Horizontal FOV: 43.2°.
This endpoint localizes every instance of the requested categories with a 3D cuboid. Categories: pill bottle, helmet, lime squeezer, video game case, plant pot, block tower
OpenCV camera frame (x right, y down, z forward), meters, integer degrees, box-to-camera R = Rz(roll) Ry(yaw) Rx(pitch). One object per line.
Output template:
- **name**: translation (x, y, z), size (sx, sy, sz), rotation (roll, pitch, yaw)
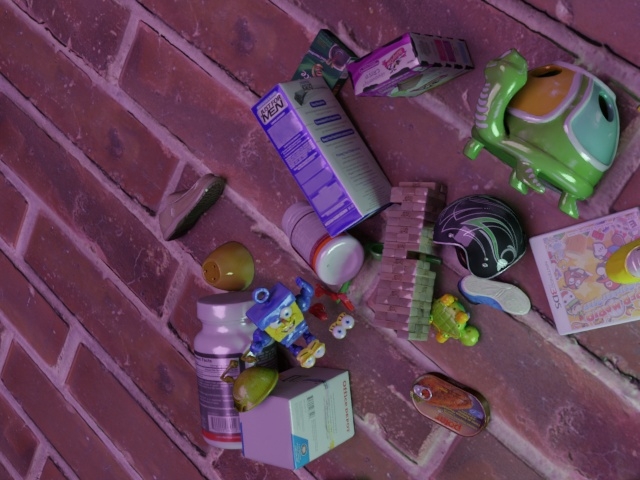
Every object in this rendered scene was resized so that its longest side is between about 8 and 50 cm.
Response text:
- **pill bottle**: translation (-0.211, 0.323, 2.053), size (0.210, 0.210, 0.363), rotation (1, 98, 36)
- **helmet**: translation (0.317, -0.015, 1.632), size (0.169, 0.169, 0.162), rotation (-30, 96, 36)
- **lime squeezer**: translation (0.126, 0.054, 1.854), size (0.310, 0.059, 0.110), rotation (-24, 83, 36)
- **video game case**: translation (0.539, 0.063, 1.569), size (0.227, 0.026, 0.206), rotation (-19, 87, 37)
- **plant pot**: translation (-0.254, 0.074, 2.113), size (0.134, 0.095, 0.134), rotation (7, 101, 35)
- **pill bottle**: translation (0.000, 0.000, 1.859), size (0.221, 0.121, 0.121), rotation (46, 125, 51)
- **block tower**: translation (0.191, 0.041, 1.733), size (0.097, 0.091, 0.336), rotation (4, 86, 36)

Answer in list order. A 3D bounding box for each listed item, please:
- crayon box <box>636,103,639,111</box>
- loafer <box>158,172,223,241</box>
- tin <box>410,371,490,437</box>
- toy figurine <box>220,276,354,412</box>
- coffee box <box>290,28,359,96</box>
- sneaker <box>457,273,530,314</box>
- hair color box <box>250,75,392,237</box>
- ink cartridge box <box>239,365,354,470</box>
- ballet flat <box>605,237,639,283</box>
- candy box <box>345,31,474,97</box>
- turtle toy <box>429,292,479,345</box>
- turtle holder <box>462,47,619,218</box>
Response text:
- **crayon box**: translation (0.704, -0.207, 1.365), size (0.278, 0.081, 0.165), rotation (46, 121, 22)
- **loafer**: translation (-0.360, -0.100, 2.158), size (0.268, 0.102, 0.092), rotation (-43, 79, 34)
- **tin**: translation (0.288, 0.364, 1.801), size (0.189, 0.040, 0.106), rotation (24, 108, 31)
- **toy figurine**: translation (-0.122, 0.185, 1.826), size (0.362, 0.217, 0.191), rotation (-41, 41, -8)
- **coffee box**: translation (0.000, -0.382, 1.880), size (0.113, 0.040, 0.184), rotation (47, 122, 19)
- **sneaker**: translation (0.360, 0.114, 1.697), size (0.152, 0.084, 0.058), rotation (19, 82, -1)
- **hair color box**: translation (0.012, -0.191, 1.787), size (0.110, 0.185, 0.339), rotation (-33, 86, 34)
- **ink cartridge box**: translation (-0.056, 0.416, 1.940), size (0.168, 0.232, 0.171), rotation (1, 99, 38)
- **ballet flat**: translation (0.620, 0.023, 1.445), size (0.231, 0.077, 0.077), rotation (-18, 85, 26)
- **candy box**: translation (0.184, -0.349, 1.629), size (0.159, 0.233, 0.071), rotation (-20, 86, 38)
- **turtle toy**: translation (0.288, 0.175, 1.748), size (0.130, 0.066, 0.095), rotation (52, 124, 17)
- **turtle holder**: translation (0.393, -0.213, 1.470), size (0.320, 0.243, 0.227), rotation (30, 96, -11)
